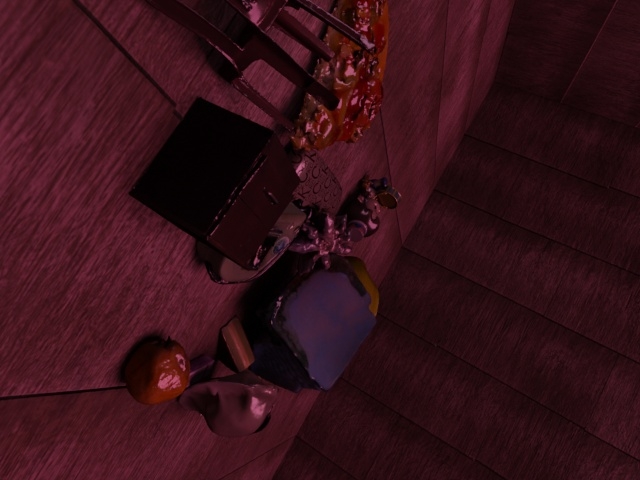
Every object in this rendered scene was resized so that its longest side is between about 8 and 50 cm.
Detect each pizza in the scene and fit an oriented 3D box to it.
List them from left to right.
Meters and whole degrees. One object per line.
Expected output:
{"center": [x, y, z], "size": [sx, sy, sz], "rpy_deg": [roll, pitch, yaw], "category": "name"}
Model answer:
{"center": [0.064, -0.331, 0.995], "size": [0.405, 0.130, 0.439], "rpy_deg": [-61, 162, -24], "category": "pizza"}

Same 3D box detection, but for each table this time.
{"center": [-0.157, -0.087, 0.707], "size": [0.193, 0.173, 0.169], "rpy_deg": [-58, 160, -11], "category": "table"}

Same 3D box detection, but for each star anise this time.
{"center": [0.000, 0.000, 1.145], "size": [0.229, 0.093, 0.236], "rpy_deg": [-12, 140, -27], "category": "star anise"}

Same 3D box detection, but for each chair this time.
{"center": [-0.107, -0.321, 0.614], "size": [0.327, 0.183, 0.175], "rpy_deg": [32, 86, -26], "category": "chair"}

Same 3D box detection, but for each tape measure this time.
{"center": [-0.138, 0.001, 0.918], "size": [0.235, 0.115, 0.207], "rpy_deg": [-2, 124, -59], "category": "tape measure"}

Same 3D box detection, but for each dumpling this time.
{"center": [-0.242, 0.438, 1.106], "size": [0.293, 0.163, 0.205], "rpy_deg": [-26, 162, 30], "category": "dumpling"}

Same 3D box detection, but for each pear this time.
{"center": [0.096, 0.182, 1.619], "size": [0.281, 0.287, 0.176], "rpy_deg": [-52, 140, -26], "category": "pear"}

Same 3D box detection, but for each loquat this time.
{"center": [-0.328, 0.264, 0.863], "size": [0.137, 0.113, 0.137], "rpy_deg": [-18, 118, -38], "category": "loquat"}

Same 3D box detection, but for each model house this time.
{"center": [-0.070, 0.254, 1.332], "size": [0.339, 0.297, 0.360], "rpy_deg": [-27, -165, 49], "category": "model house"}

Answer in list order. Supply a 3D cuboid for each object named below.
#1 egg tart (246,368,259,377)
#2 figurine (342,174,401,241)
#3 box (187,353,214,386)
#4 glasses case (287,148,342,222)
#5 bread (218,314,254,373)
{"center": [-0.222, 0.449, 1.466], "size": [0.128, 0.049, 0.128], "rpy_deg": [-53, 161, -27], "category": "egg tart"}
{"center": [0.173, -0.103, 1.558], "size": [0.275, 0.158, 0.161], "rpy_deg": [-55, 151, -21], "category": "figurine"}
{"center": [-0.322, 0.330, 1.064], "size": [0.117, 0.036, 0.050], "rpy_deg": [-8, 124, -66], "category": "box"}
{"center": [-0.022, -0.134, 1.122], "size": [0.137, 0.085, 0.355], "rpy_deg": [-59, 160, -3], "category": "glasses case"}
{"center": [-0.229, 0.291, 1.177], "size": [0.074, 0.084, 0.139], "rpy_deg": [-38, 149, -48], "category": "bread"}
